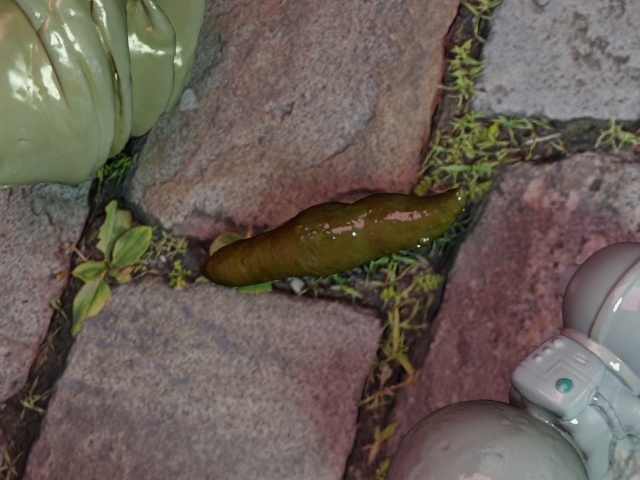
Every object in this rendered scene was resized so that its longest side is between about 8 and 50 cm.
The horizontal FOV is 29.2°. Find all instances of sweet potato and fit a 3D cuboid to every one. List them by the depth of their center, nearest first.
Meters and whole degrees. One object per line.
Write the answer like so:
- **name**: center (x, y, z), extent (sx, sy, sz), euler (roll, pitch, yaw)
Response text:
- **sweet potato**: center (0.000, 0.000, 1.037), extent (0.273, 0.067, 0.067), euler (-14, 58, 27)

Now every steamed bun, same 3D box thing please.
- **steamed bun**: center (-0.231, -0.198, 1.154), extent (0.203, 0.276, 0.289), euler (9, 43, 19)

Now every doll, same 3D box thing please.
- **doll**: center (0.165, 0.114, 0.839), extent (0.151, 0.151, 0.287), euler (34, 80, 37)
